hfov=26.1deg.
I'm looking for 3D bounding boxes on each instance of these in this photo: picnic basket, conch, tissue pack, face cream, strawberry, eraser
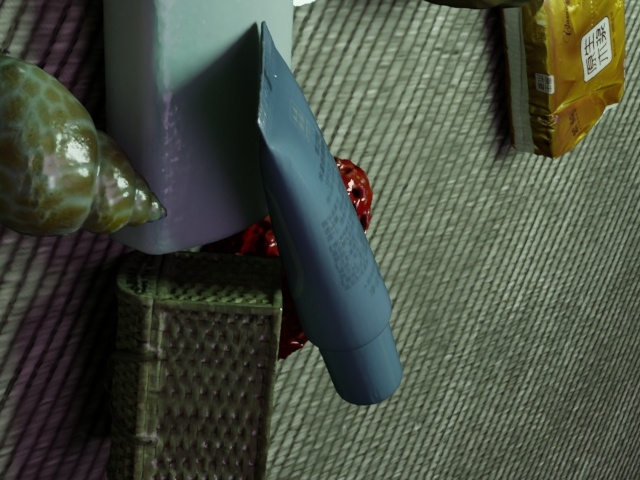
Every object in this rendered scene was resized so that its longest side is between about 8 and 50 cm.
[{"bbox_3d":[-0.117,0.118,1.239,0.134,0.154,0.196,-92,-174,-69],"label":"picnic basket"},{"bbox_3d":[-0.214,-0.063,1.074,0.116,0.106,0.173,-54,131,-51],"label":"conch"},{"bbox_3d":[0.293,-0.235,1.662,0.183,0.092,0.226,-40,133,-34],"label":"tissue pack"},{"bbox_3d":[0.000,0.000,1.217,0.135,0.086,0.385,-89,165,-47],"label":"face cream"},{"bbox_3d":[-0.004,0.016,1.378,0.236,0.111,0.190,-49,138,-27],"label":"strawberry"},{"bbox_3d":[-0.099,-0.150,1.175,0.189,0.104,0.290,-29,129,-51],"label":"eraser"}]

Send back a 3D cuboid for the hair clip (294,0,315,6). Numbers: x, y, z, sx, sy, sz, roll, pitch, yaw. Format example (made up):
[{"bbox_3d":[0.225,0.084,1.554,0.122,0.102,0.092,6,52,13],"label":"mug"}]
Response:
[{"bbox_3d":[-0.041,-0.288,1.243,0.060,0.033,0.188,-41,138,-31],"label":"hair clip"}]

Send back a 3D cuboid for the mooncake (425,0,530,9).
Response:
[{"bbox_3d":[0.170,-0.368,1.366,0.290,0.161,0.290,-24,125,-40],"label":"mooncake"}]
